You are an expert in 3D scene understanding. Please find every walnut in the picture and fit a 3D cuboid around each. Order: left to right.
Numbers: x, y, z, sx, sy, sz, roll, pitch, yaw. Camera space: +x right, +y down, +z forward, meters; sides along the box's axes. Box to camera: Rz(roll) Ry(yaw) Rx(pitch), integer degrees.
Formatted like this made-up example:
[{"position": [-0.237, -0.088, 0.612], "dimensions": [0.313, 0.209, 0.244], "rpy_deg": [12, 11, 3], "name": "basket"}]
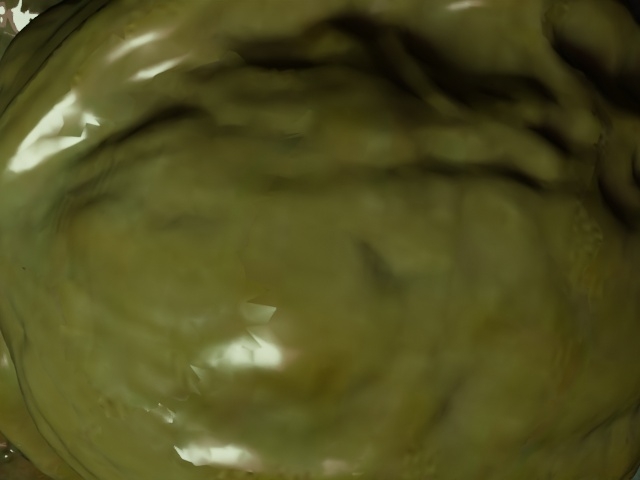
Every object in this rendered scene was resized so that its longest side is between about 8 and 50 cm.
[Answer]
[{"position": [0.000, 0.000, 0.561], "dimensions": [0.257, 0.224, 0.257], "rpy_deg": [-14, 131, -17], "name": "walnut"}]

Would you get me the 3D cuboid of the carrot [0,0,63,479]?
[{"position": [-0.115, -0.030, 0.667], "dimensions": [0.102, 0.102, 0.263], "rpy_deg": [9, 116, 4], "name": "carrot"}]
